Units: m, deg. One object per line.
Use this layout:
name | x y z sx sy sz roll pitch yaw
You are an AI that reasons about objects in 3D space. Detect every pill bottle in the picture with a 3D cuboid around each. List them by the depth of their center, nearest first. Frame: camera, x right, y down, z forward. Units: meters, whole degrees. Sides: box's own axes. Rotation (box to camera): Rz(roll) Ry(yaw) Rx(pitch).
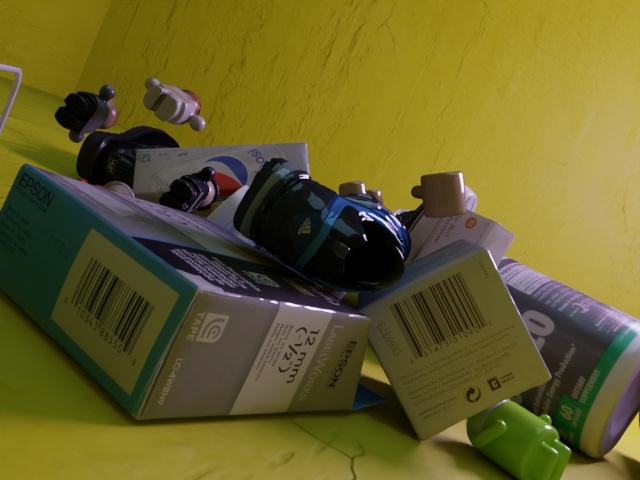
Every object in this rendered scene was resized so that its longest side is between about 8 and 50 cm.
pill bottle | -0.059 0.023 0.876 0.180 0.108 0.108 47 5 -3
pill bottle | 0.302 0.146 1.077 0.361 0.204 0.204 28 7 37

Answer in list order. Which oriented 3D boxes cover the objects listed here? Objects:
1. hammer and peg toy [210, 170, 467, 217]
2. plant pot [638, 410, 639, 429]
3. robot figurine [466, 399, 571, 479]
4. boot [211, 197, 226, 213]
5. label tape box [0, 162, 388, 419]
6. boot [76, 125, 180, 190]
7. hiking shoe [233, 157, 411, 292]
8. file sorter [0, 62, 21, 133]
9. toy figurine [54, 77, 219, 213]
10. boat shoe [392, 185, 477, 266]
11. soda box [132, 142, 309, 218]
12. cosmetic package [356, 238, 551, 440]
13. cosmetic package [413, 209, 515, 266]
hammer and peg toy | 0.034 -0.011 1.046 0.362 0.127 0.266 -7 -1 10
plant pot | 0.578 0.266 0.982 0.272 0.272 0.265 26 -2 14
robot figurine | 0.205 0.210 0.755 0.101 0.067 0.115 4 18 -41
boot | -0.167 -0.020 1.143 0.045 0.099 0.121 24 5 -6
label tape box | -0.094 0.057 0.677 0.249 0.115 0.348 29 8 35
boot | -0.293 -0.129 1.429 0.260 0.131 0.348 19 15 9
hiking shoe | 0.034 0.015 0.738 0.132 0.113 0.304 38 12 28
file sorter | -0.483 -0.162 0.738 0.278 0.173 0.193 24 6 -14
toy figurine | -0.262 -0.126 1.037 0.213 0.209 0.148 -7 7 8
boat shoe | 0.144 0.003 1.242 0.121 0.335 0.119 -15 60 -39
soda box | -0.161 -0.097 1.189 0.287 0.091 0.098 -2 -29 -2
cosmetic package | 0.139 0.100 0.795 0.151 0.151 0.184 63 6 -1
cosmetic package | 0.172 0.070 1.022 0.060 0.239 0.099 29 1 -42
